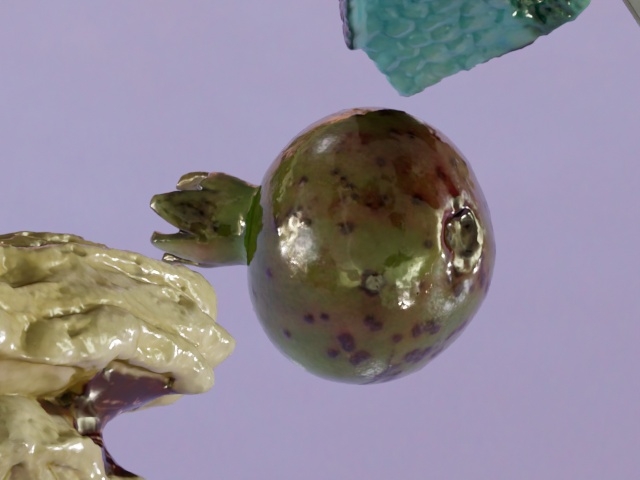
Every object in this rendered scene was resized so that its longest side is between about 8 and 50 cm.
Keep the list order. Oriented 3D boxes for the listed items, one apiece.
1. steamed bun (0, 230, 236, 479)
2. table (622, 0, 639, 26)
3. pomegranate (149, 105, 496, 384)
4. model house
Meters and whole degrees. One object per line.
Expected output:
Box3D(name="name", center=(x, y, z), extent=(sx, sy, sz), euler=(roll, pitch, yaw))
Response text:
Box3D(name="steamed bun", center=(-0.232, 0.131, 1.252), extent=(0.428, 0.247, 0.189), euler=(11, -152, -50))
Box3D(name="table", center=(0.299, -0.227, 1.407), extent=(0.111, 0.240, 0.121), euler=(-7, -119, 30))
Box3D(name="pomegranate", center=(0.003, 0.017, 1.610), extent=(0.306, 0.242, 0.242), euler=(-17, -142, 20))
Box3D(name="model house", center=(0.092, -0.320, 1.624), extent=(0.226, 0.241, 0.261), euler=(-25, -130, 23))
